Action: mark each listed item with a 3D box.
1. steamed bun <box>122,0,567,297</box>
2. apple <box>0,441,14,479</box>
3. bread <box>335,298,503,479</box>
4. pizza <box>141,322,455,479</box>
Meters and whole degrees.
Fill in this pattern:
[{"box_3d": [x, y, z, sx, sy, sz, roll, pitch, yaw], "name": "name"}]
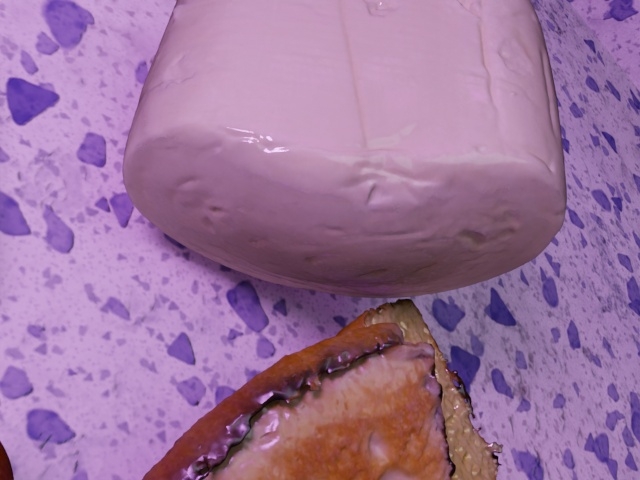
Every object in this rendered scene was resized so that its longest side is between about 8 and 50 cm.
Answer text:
[{"box_3d": [0.032, -0.118, 0.798, 0.456, 0.290, 0.371, 8, 57, -5], "name": "steamed bun"}, {"box_3d": [-0.297, 0.174, 0.433, 0.174, 0.188, 0.188, 36, 47, -33], "name": "apple"}, {"box_3d": [0.082, 0.209, 0.793, 0.160, 0.147, 0.260, -26, 85, -55], "name": "bread"}, {"box_3d": [-0.012, 0.254, 0.608, 0.435, 0.080, 0.391, 19, 82, -30], "name": "pizza"}]
